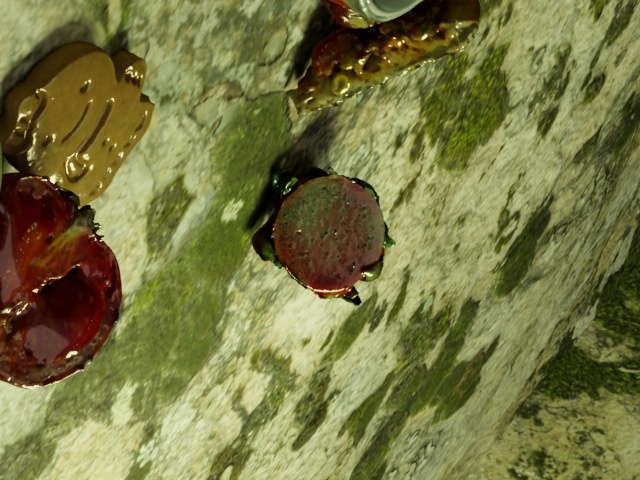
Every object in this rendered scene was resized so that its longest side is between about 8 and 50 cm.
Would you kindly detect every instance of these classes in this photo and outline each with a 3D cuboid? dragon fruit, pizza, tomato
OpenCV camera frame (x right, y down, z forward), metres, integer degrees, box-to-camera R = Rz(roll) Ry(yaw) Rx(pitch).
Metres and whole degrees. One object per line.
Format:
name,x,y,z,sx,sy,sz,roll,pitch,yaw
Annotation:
dragon fruit,0.000,0.000,1.775,0.138,0.142,0.175,-13,174,-6
pizza,0.051,-0.181,1.608,0.193,0.053,0.201,-38,-157,-7
tomato,-0.223,0.024,1.274,0.139,0.091,0.159,-59,137,-25

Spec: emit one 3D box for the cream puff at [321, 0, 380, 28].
cream puff,0.045,-0.250,1.510,0.149,0.084,0.149,-43,154,-27

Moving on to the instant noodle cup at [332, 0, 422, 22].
instant noodle cup,0.006,-0.276,1.190,0.264,0.200,0.264,-48,161,-23

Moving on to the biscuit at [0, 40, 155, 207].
biscuit,-0.173,-0.086,1.316,0.133,0.027,0.184,-51,160,-15

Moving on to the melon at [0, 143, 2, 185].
melon,-0.249,-0.042,1.018,0.139,0.139,0.192,-41,151,-41
